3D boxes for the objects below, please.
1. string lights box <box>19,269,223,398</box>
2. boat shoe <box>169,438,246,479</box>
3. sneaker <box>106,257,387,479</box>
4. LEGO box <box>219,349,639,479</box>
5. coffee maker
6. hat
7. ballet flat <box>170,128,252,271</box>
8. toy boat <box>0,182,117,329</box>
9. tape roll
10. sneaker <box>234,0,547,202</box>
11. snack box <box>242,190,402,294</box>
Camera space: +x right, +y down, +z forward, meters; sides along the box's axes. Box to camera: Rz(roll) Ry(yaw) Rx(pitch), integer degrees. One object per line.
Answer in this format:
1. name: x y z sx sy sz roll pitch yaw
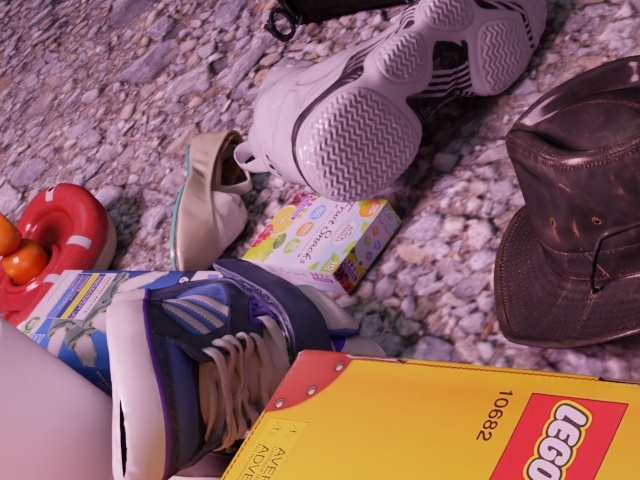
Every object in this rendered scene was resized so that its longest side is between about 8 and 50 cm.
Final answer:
1. string lights box: -0.197 0.102 1.344 0.260 0.076 0.133 -1 46 42
2. boat shoe: -0.069 0.197 1.102 0.228 0.081 0.068 -5 48 43
3. sneaker: -0.053 0.103 1.076 0.236 0.130 0.323 -2 11 -7
4. LEGO box: 0.046 0.317 0.739 0.373 0.193 0.500 1 48 46
5. coffee maker: 0.040 -0.331 1.648 0.178 0.120 0.171 -4 69 42
6. hat: 0.231 -0.059 1.042 0.331 0.134 0.331 -38 21 18
7. ballet flat: -0.117 -0.047 1.461 0.086 0.086 0.248 -25 34 18
8. toy boat: -0.345 0.018 1.517 0.151 0.151 0.231 -9 42 35
9. tape roll: -0.307 0.208 1.185 0.246 0.169 0.246 -37 27 22
10. sneaker: 0.067 -0.179 1.388 0.366 0.137 0.210 -44 26 -24
11. snack box: 0.000 0.000 1.323 0.141 0.037 0.100 8 54 48
